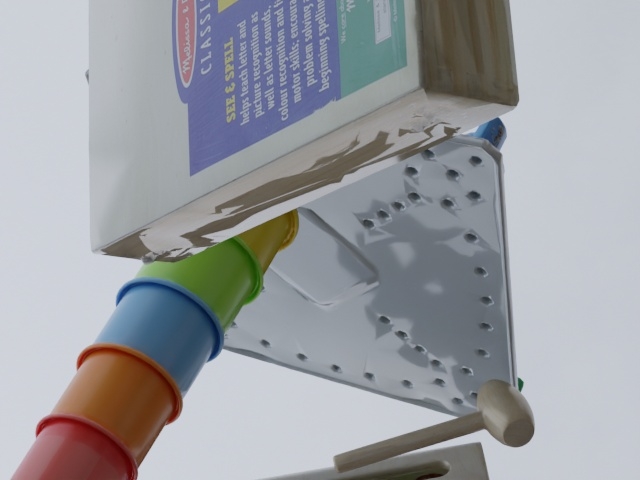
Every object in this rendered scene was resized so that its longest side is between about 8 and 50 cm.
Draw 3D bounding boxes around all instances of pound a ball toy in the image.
[{"bbox_3d":[0.050,0.241,1.369,0.319,0.136,0.208,-11,-64,3],"label":"pound a ball toy"}]

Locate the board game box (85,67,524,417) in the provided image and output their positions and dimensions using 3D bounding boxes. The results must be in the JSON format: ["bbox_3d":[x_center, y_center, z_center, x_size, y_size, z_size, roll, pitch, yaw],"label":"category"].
[{"bbox_3d":[0.000,0.000,1.344,0.390,0.390,0.050,78,-147,-47],"label":"board game box"}]

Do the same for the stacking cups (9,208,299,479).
[{"bbox_3d":[-0.110,0.080,0.988,0.096,0.096,0.316,51,-137,-26],"label":"stacking cups"}]

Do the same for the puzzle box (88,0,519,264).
[{"bbox_3d":[-0.030,-0.214,0.684,0.052,0.272,0.409,8,-107,-35],"label":"puzzle box"}]
